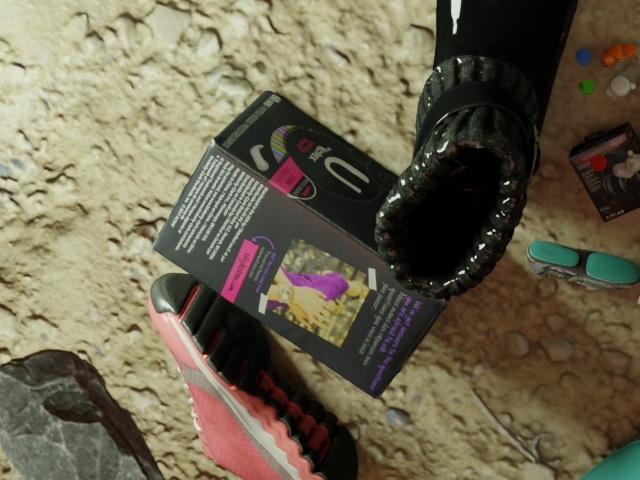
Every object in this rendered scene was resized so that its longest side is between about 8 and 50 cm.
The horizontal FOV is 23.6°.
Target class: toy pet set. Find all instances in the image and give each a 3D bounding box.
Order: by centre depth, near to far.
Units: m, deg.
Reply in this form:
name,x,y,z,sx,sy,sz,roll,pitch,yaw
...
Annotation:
name,x,y,z,sx,sy,sz,roll,pitch,yaw
toy pet set,0.302,-0.117,1.417,0.114,0.065,0.122,-7,71,13

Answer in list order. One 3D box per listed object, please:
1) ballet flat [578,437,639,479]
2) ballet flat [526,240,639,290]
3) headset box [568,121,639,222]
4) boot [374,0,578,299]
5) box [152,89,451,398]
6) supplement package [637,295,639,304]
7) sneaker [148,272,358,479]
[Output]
name,x,y,z,sx,sy,sz,roll,pitch,yaw
ballet flat,0.385,0.227,1.503,0.182,0.164,0.482,25,119,-13
ballet flat,0.259,0.029,1.514,0.114,0.041,0.041,16,118,12
headset box,0.281,-0.068,1.459,0.062,0.032,0.083,-24,106,27
boot,0.143,-0.146,1.339,0.131,0.260,0.348,9,117,15
box,0.000,0.000,1.510,0.270,0.165,0.143,34,120,1
supplement package,0.423,-0.031,1.280,0.204,0.262,0.145,27,161,5
sneaker,-0.102,0.180,1.659,0.136,0.116,0.314,-33,100,30
